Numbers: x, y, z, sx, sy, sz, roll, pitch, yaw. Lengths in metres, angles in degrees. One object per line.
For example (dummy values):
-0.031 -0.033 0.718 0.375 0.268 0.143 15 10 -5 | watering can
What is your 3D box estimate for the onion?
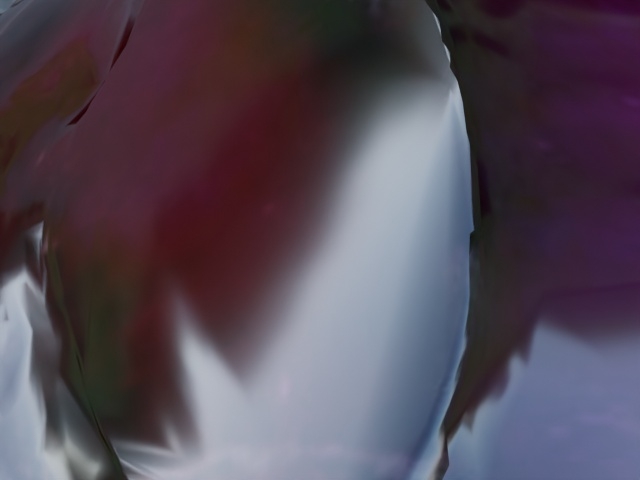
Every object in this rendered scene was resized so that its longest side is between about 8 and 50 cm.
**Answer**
0.056 0.101 0.541 0.398 0.420 0.398 -17 68 47 | onion
